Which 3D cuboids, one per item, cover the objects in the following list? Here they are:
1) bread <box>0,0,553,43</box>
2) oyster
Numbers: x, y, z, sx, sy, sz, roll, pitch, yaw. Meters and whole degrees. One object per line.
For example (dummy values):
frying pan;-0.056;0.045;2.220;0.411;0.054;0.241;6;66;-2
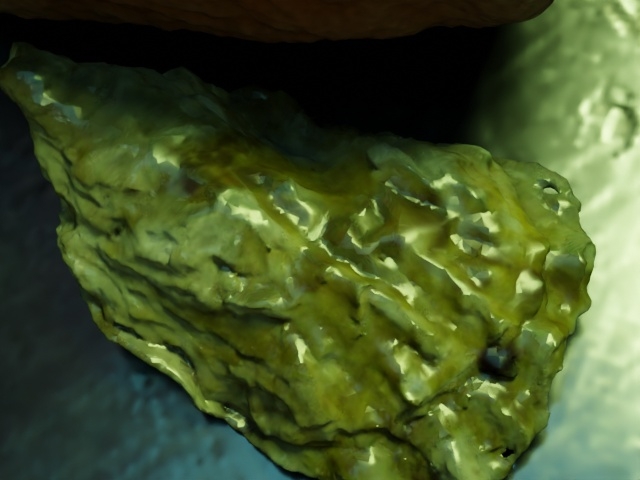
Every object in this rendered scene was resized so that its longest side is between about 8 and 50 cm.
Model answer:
bread;-0.041;-0.142;0.343;0.244;0.123;0.190;8;68;12
oyster;0.000;0.000;0.329;0.121;0.045;0.146;-20;66;-15
